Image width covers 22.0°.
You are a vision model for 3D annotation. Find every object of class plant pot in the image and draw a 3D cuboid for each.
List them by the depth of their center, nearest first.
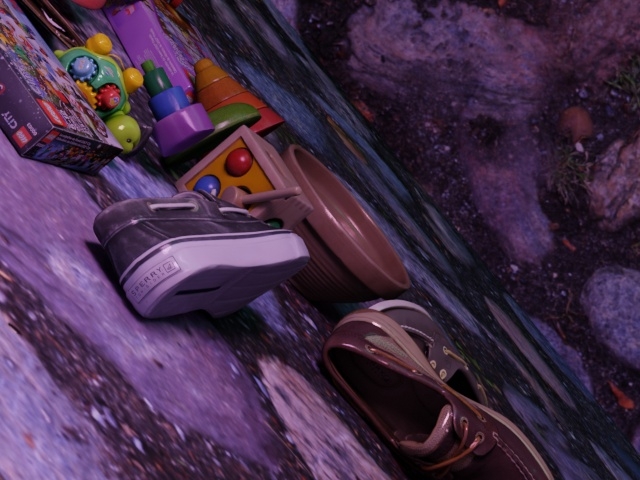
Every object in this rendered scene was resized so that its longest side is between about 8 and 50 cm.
[{"bbox_3d":[0.000,0.000,2.104,0.237,0.110,0.237,48,12,-13],"label":"plant pot"}]

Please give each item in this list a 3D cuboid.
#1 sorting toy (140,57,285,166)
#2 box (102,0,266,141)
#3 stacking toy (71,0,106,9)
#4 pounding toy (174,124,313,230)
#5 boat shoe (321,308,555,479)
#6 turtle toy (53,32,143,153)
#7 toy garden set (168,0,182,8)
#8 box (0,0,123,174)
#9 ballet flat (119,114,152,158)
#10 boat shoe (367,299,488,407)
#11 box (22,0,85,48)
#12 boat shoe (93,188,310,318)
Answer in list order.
[{"bbox_3d":[-0.148,-0.169,1.975,0.126,0.127,0.365,62,11,3],"label":"sorting toy"},{"bbox_3d":[-0.192,-0.238,2.266,0.201,0.057,0.293,36,18,-49],"label":"box"},{"bbox_3d":[-0.314,-0.438,2.108,0.279,0.130,0.309,43,18,-3],"label":"stacking toy"},{"bbox_3d":[-0.081,-0.050,1.887,0.141,0.130,0.100,57,13,31],"label":"pounding toy"},{"bbox_3d":[0.132,0.224,1.891,0.342,0.123,0.123,47,19,2],"label":"boat shoe"},{"bbox_3d":[-0.236,-0.148,1.728,0.130,0.095,0.066,48,31,-15],"label":"turtle toy"},{"bbox_3d":[-0.226,-0.444,2.300,0.204,0.244,0.049,37,50,-20],"label":"toy garden set"},{"bbox_3d":[-0.305,-0.174,1.622,0.233,0.044,0.159,53,11,14],"label":"box"},{"bbox_3d":[-0.235,-0.160,1.846,0.173,0.049,0.057,57,12,32],"label":"ballet flat"},{"bbox_3d":[0.129,0.166,2.073,0.091,0.109,0.305,52,6,35],"label":"boat shoe"},{"bbox_3d":[-0.333,-0.281,1.815,0.164,0.021,0.201,47,-3,-21],"label":"box"},{"bbox_3d":[-0.109,0.000,1.619,0.119,0.121,0.335,57,14,12],"label":"boat shoe"}]
